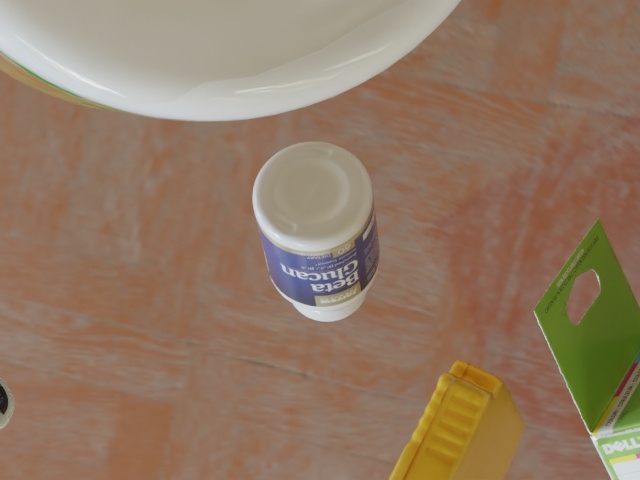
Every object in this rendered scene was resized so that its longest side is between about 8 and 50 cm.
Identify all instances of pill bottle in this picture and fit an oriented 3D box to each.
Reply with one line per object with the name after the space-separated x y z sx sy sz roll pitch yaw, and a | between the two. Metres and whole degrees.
-0.044 -0.101 0.472 0.136 0.245 0.136 -1 95 -11 | pill bottle
0.000 0.000 1.466 0.094 0.169 0.094 -2 63 4 | pill bottle

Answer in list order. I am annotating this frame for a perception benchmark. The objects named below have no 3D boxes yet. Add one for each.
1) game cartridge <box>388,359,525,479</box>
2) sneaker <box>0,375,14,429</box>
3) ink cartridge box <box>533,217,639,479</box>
0.060 0.256 1.360 0.052 0.285 0.324 22 81 14 | game cartridge
-0.393 0.109 1.749 0.217 0.079 0.121 55 142 -2 | sneaker
0.309 0.119 1.631 0.097 0.189 0.255 -17 108 36 | ink cartridge box
